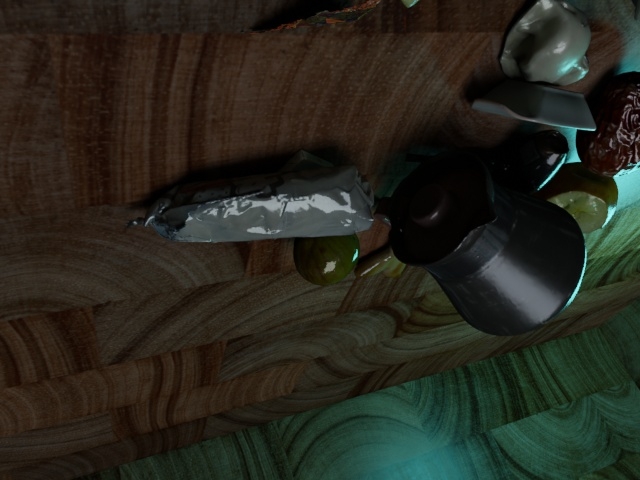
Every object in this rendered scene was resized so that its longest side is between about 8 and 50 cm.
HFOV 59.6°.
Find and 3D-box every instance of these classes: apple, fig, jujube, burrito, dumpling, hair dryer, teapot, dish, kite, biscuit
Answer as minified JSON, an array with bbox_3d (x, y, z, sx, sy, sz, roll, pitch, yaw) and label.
[{"bbox_3d":[0.620,-0.104,1.375,0.195,0.160,0.173,19,129,8],"label":"apple"},{"bbox_3d":[-0.008,0.009,1.179,0.142,0.148,0.186,-26,115,36],"label":"fig"},{"bbox_3d":[0.633,-0.245,1.178,0.168,0.168,0.236,-20,136,-5],"label":"jujube"},{"bbox_3d":[-0.112,-0.058,0.976,0.445,0.101,0.139,-4,140,-12],"label":"burrito"},{"bbox_3d":[0.375,-0.317,0.936,0.150,0.092,0.176,-21,164,32],"label":"dumpling"},{"bbox_3d":[0.317,-0.146,1.205,0.359,0.120,0.304,4,157,-22],"label":"hair dryer"},{"bbox_3d":[0.299,-0.004,1.134,0.362,0.376,0.305,32,81,-33],"label":"teapot"},{"bbox_3d":[0.384,-0.252,1.016,0.234,0.154,0.064,-4,113,-34],"label":"dish"},{"bbox_3d":[0.019,-0.296,0.743,0.222,0.008,0.125,-2,-165,30],"label":"kite"},{"bbox_3d":[0.200,0.029,1.425,0.164,0.047,0.208,6,140,-39],"label":"biscuit"}]

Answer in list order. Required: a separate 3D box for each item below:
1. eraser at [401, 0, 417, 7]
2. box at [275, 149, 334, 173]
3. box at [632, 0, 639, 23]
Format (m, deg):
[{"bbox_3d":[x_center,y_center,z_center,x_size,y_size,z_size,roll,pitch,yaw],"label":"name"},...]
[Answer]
[{"bbox_3d":[0.148,-0.385,0.686,0.172,0.058,0.117,-33,150,18],"label":"eraser"},{"bbox_3d":[-0.060,-0.099,1.053,0.167,0.024,0.090,-39,146,27],"label":"box"},{"bbox_3d":[0.516,-0.436,0.784,0.162,0.130,0.227,-25,150,6],"label":"box"}]
